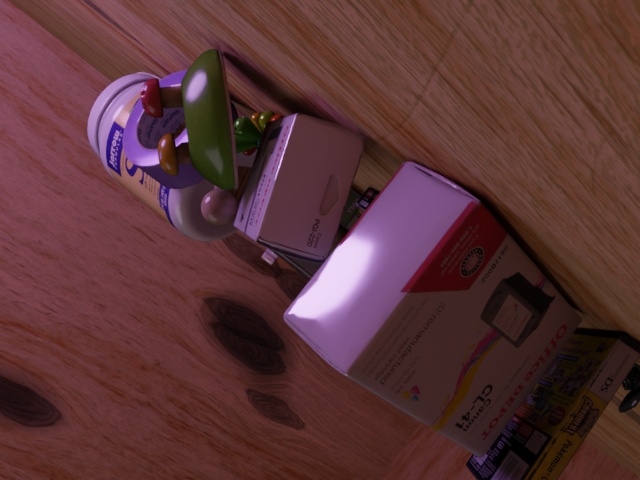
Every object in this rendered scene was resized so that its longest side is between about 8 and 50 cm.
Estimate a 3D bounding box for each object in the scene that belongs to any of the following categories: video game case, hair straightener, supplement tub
[{"bbox_3d":[0.293,0.227,1.011,0.035,0.248,0.275,35,177,4],"label":"video game case"},{"bbox_3d":[0.431,0.209,1.071,0.089,0.047,0.230,35,176,26],"label":"hair straightener"},{"bbox_3d":[-0.280,-0.172,1.522,0.331,0.241,0.241,34,176,31],"label":"supplement tub"}]

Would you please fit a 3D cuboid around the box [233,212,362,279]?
[{"bbox_3d":[-0.013,-0.020,1.531,0.087,0.169,0.290,30,171,48],"label":"box"}]

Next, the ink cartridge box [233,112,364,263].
[{"bbox_3d":[-0.034,-0.067,0.965,0.092,0.158,0.218,17,-179,-16],"label":"ink cartridge box"}]

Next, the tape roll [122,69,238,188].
[{"bbox_3d":[-0.236,-0.187,1.304,0.189,0.189,0.080,34,176,40],"label":"tape roll"}]

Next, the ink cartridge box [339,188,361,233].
[{"bbox_3d":[0.014,-0.075,1.343,0.209,0.062,0.109,37,177,-6],"label":"ink cartridge box"}]

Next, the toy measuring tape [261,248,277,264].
[{"bbox_3d":[-0.097,-0.008,1.889,0.121,0.121,0.330,37,140,-1],"label":"toy measuring tape"}]

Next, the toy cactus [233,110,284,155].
[{"bbox_3d":[-0.062,-0.130,1.199,0.180,0.112,0.219,27,175,-36],"label":"toy cactus"}]

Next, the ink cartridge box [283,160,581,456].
[{"bbox_3d":[0.142,0.090,0.890,0.306,0.226,0.131,38,178,-41],"label":"ink cartridge box"}]

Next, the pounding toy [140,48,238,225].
[{"bbox_3d":[-0.173,-0.137,1.025,0.237,0.110,0.183,97,163,-60],"label":"pounding toy"}]

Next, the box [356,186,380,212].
[{"bbox_3d":[0.153,-0.002,1.134,0.207,0.036,0.114,34,176,44],"label":"box"}]

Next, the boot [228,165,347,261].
[{"bbox_3d":[-0.056,-0.029,1.351,0.248,0.090,0.207,32,175,10],"label":"boot"}]

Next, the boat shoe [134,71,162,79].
[{"bbox_3d":[-0.338,-0.299,1.742,0.233,0.084,0.079,33,176,15],"label":"boat shoe"}]
